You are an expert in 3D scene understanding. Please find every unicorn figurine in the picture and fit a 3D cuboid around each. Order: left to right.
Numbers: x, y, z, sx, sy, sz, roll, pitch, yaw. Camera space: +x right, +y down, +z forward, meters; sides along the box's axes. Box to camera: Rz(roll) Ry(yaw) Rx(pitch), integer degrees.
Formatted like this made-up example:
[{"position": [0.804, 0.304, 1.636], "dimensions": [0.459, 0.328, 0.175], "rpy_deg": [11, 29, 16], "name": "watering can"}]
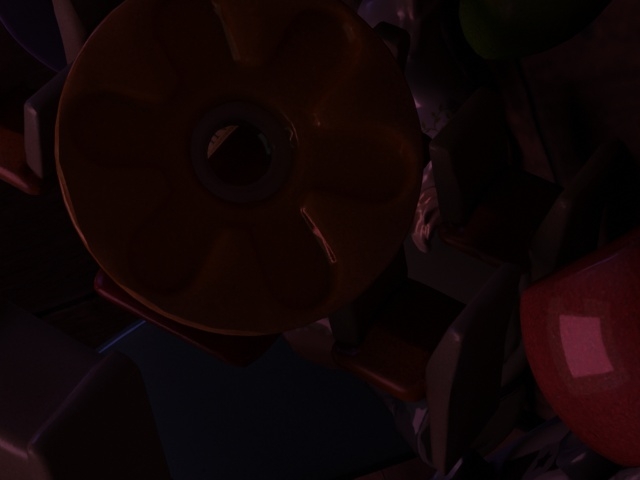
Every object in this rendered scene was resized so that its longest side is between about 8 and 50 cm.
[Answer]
[{"position": [0.034, -0.083, 0.728], "dimensions": [0.162, 0.060, 0.111], "rpy_deg": [51, 131, -5], "name": "unicorn figurine"}]

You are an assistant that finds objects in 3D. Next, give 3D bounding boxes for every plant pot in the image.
[{"position": [-0.056, 0.111, 1.087], "dimensions": [0.166, 0.234, 0.165], "rpy_deg": [118, 130, -75], "name": "plant pot"}]

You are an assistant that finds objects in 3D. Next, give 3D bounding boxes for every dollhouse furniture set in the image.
[{"position": [-0.051, 0.021, 0.638], "dimensions": [0.262, 0.259, 0.135], "rpy_deg": [26, 144, 23], "name": "dollhouse furniture set"}]

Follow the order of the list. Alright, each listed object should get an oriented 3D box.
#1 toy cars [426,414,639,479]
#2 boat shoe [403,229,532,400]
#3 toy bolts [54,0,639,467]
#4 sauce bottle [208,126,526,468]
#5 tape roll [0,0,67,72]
[{"position": [0.131, 0.172, 0.671], "dimensions": [0.176, 0.087, 0.393], "rpy_deg": [21, 141, 26], "name": "toy cars"}, {"position": [0.049, 0.000, 0.797], "dimensions": [0.227, 0.081, 0.068], "rpy_deg": [59, 179, 40], "name": "boat shoe"}, {"position": [0.066, -0.031, 0.387], "dimensions": [0.228, 0.218, 0.158], "rpy_deg": [51, 163, -3], "name": "toy bolts"}, {"position": [0.000, 0.000, 0.929], "dimensions": [0.344, 0.111, 0.111], "rpy_deg": [46, 156, 44], "name": "sauce bottle"}, {"position": [-0.120, -0.193, 0.949], "dimensions": [0.080, 0.189, 0.189], "rpy_deg": [-133, 24, -61], "name": "tape roll"}]
